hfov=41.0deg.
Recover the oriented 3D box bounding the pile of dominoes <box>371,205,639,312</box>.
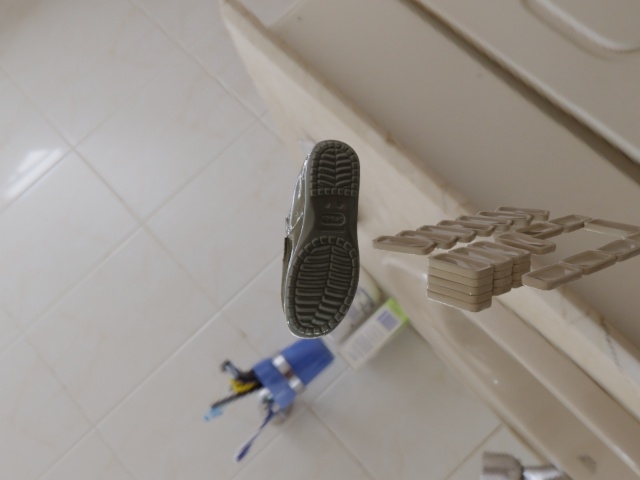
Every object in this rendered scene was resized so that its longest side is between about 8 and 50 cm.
[{"bbox_3d":[0.197,0.015,0.840,0.196,0.251,0.040,16,111,45],"label":"pile of dominoes"}]

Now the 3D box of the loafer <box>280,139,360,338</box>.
[{"bbox_3d":[0.000,0.000,1.091,0.094,0.251,0.087,11,178,-16],"label":"loafer"}]
